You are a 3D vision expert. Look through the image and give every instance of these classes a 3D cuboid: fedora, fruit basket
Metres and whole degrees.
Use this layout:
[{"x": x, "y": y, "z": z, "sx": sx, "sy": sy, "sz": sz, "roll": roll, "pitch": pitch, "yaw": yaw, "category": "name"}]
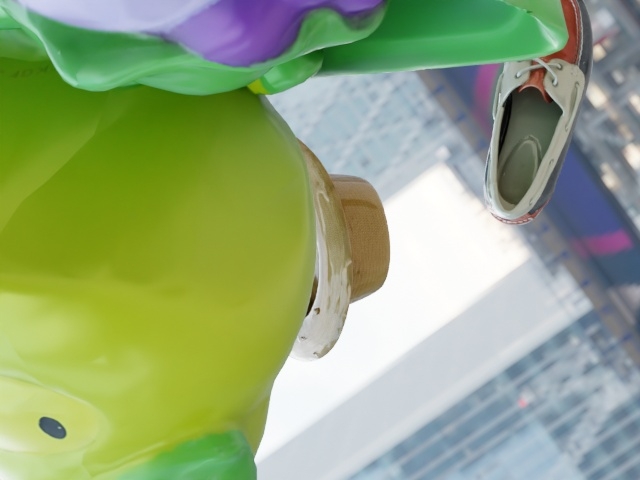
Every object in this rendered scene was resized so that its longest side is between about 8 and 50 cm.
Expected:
[{"x": 0.000, "y": 0.000, "z": 1.288, "sx": 0.079, "sy": 0.194, "sz": 0.194, "roll": -9, "pitch": -128, "yaw": -26, "category": "fedora"}, {"x": -0.111, "y": -0.062, "z": 0.611, "sx": 0.283, "sy": 0.392, "sz": 0.392, "roll": 15, "pitch": -140, "yaw": -57, "category": "fruit basket"}]

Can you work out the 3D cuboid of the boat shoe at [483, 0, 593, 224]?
[{"x": 0.116, "y": -0.075, "z": 0.907, "sx": 0.049, "sy": 0.137, "sz": 0.043, "roll": 13, "pitch": 178, "yaw": 15, "category": "boat shoe"}]
